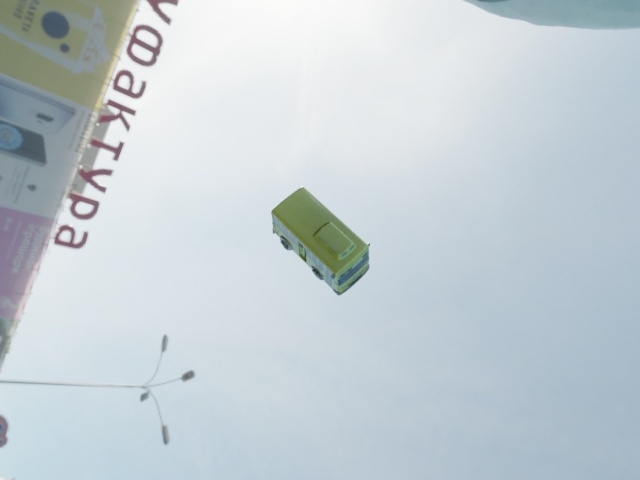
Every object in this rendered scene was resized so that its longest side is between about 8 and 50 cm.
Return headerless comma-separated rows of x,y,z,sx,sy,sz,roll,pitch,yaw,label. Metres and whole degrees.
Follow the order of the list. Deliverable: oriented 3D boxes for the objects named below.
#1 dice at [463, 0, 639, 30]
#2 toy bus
0.166,-0.298,0.248,0.268,0.262,0.265,27,-84,36,dice
0.000,0.000,0.808,0.088,0.101,0.175,-40,-111,-19,toy bus
